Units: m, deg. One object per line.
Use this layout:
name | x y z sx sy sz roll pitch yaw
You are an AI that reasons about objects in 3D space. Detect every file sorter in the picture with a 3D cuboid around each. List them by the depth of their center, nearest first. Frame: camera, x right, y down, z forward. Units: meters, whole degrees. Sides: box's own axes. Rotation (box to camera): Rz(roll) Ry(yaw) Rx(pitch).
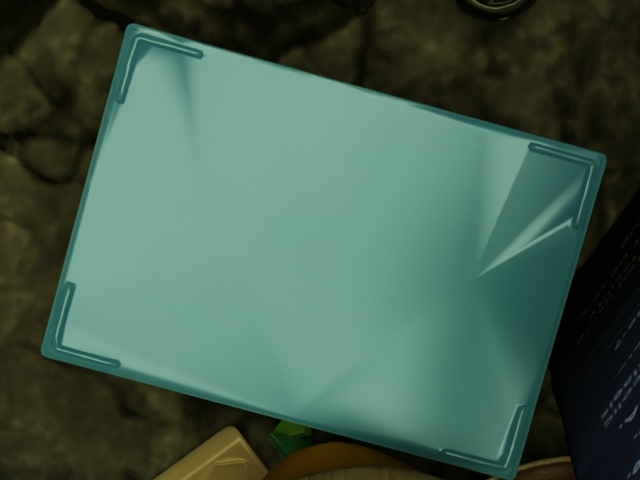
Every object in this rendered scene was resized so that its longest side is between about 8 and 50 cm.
file sorter | 0.000 0.000 0.713 0.170 0.104 0.118 15 95 -3

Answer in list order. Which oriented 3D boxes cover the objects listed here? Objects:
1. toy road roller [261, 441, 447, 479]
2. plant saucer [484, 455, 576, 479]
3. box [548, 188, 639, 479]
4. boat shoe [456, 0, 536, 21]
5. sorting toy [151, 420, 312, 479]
toy road roller | -0.098 0.196 0.619 0.240 0.202 0.329 32 114 -22
plant saucer | 0.102 0.166 0.770 0.168 0.029 0.168 0 95 -3
box | 0.337 0.103 0.531 0.480 0.472 0.297 38 97 -1
boat shoe | 0.056 -0.149 0.734 0.049 0.042 0.133 -14 94 1
sorting toy | -0.028 0.105 0.768 0.083 0.012 0.062 -36 91 5
